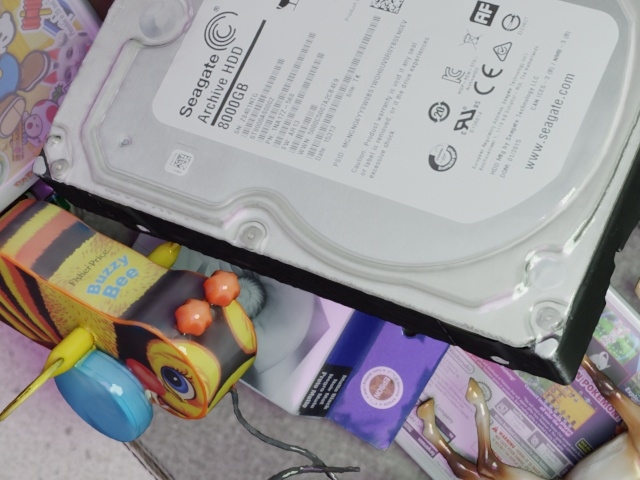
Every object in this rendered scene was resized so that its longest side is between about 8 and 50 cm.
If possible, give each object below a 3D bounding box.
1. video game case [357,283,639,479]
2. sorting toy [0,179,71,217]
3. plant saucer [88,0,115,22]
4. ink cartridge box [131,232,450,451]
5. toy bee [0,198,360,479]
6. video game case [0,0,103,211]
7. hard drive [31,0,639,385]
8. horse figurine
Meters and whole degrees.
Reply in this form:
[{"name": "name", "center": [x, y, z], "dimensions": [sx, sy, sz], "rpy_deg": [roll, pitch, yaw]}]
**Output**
[{"name": "video game case", "center": [0.159, 0.119, 1.032], "dimensions": [0.183, 0.023, 0.201], "rpy_deg": [-44, 89, 9]}, {"name": "sorting toy", "center": [-0.199, -0.025, 1.039], "dimensions": [0.102, 0.061, 0.042], "rpy_deg": [-39, 91, 32]}, {"name": "plant saucer", "center": [-0.043, -0.215, 0.977], "dimensions": [0.277, 0.041, 0.278], "rpy_deg": [-1, 87, 21]}, {"name": "ink cartridge box", "center": [0.000, 0.000, 1.012], "dimensions": [0.224, 0.045, 0.223], "rpy_deg": [30, 99, 9]}, {"name": "toy bee", "center": [-0.098, 0.047, 0.933], "dimensions": [0.298, 0.162, 0.195], "rpy_deg": [16, 54, 2]}, {"name": "video game case", "center": [-0.253, -0.122, 1.008], "dimensions": [0.206, 0.026, 0.227], "rpy_deg": [-39, 68, 10]}, {"name": "hard drive", "center": [0.026, -0.085, 0.846], "dimensions": [0.338, 0.064, 0.237], "rpy_deg": [20, 77, 26]}, {"name": "horse figurine", "center": [0.173, 0.147, 0.988], "dimensions": [0.263, 0.066, 0.174], "rpy_deg": [-31, 85, 7]}]
